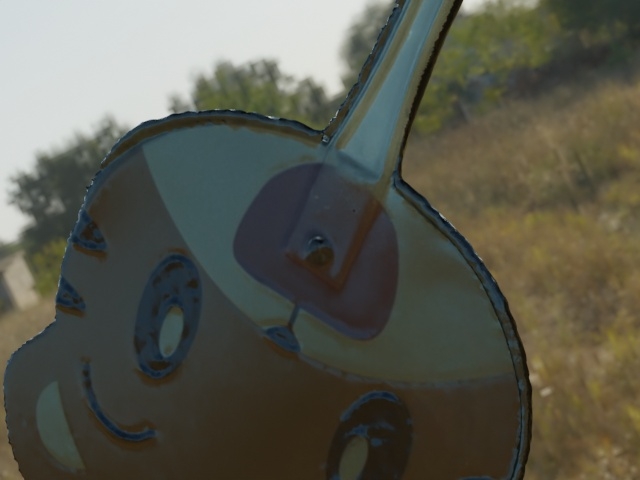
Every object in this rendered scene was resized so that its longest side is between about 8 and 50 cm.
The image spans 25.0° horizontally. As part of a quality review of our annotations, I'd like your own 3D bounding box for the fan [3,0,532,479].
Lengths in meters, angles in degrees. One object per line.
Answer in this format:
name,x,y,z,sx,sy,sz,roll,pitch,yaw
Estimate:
fan,0.000,0.000,0.355,0.008,0.152,0.226,-13,-50,-58
